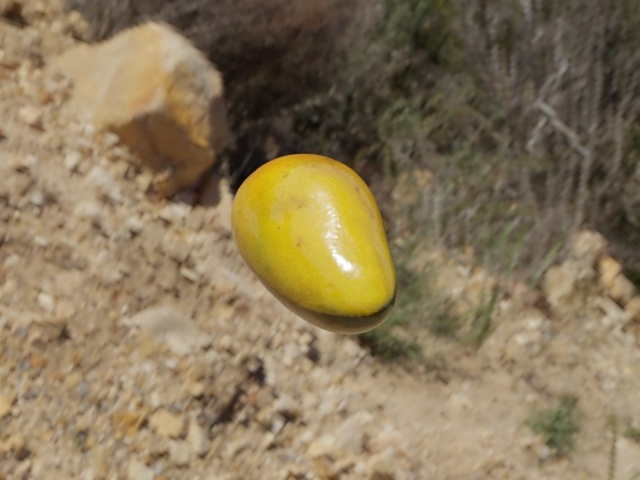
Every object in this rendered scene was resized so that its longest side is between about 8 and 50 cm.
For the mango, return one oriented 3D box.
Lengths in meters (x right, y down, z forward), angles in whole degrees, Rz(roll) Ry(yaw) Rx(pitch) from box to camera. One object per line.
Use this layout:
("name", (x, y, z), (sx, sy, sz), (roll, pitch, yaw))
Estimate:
("mango", (0.000, 0.000, 1.565), (0.113, 0.138, 0.253), (43, 2, -41))
